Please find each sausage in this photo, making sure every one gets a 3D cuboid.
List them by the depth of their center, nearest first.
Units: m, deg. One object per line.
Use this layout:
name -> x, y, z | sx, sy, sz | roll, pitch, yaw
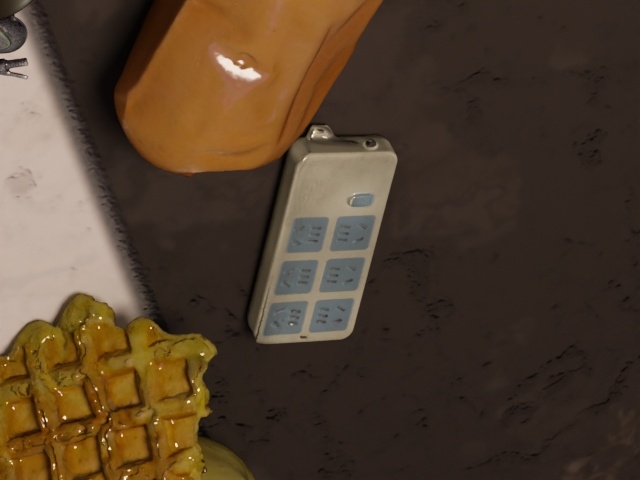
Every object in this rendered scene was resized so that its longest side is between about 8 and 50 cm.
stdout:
sausage -> -0.041, -0.142, 1.237 | 0.136, 0.120, 0.241 | 25, 116, -23

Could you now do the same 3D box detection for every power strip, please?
power strip -> 0.000, 0.000, 1.425 | 0.081, 0.035, 0.192 | -1, 128, -21

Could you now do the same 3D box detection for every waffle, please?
waffle -> -0.158, 0.185, 1.375 | 0.291, 0.291, 0.051 | -34, 166, 6

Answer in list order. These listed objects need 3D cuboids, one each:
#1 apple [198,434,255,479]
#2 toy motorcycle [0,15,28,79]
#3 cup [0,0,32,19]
apple -> -0.115, 0.243, 1.479 | 0.200, 0.200, 0.200 | -11, 130, -14
toy motorcycle -> -0.258, -0.132, 1.170 | 0.173, 0.100, 0.058 | 11, 122, -28
cup -> -0.239, -0.256, 1.030 | 0.196, 0.196, 0.280 | -10, 122, -15
